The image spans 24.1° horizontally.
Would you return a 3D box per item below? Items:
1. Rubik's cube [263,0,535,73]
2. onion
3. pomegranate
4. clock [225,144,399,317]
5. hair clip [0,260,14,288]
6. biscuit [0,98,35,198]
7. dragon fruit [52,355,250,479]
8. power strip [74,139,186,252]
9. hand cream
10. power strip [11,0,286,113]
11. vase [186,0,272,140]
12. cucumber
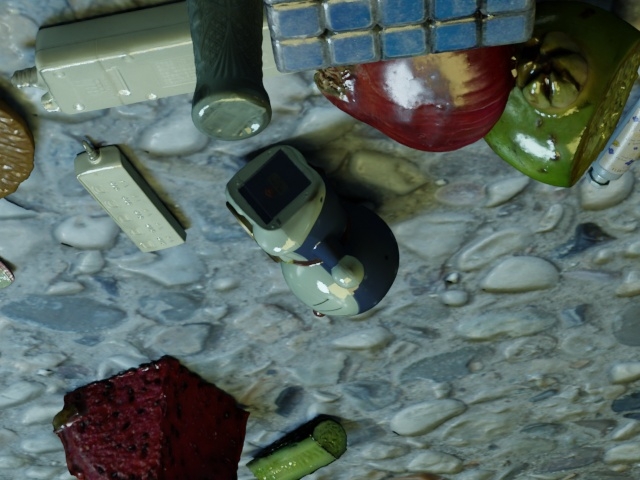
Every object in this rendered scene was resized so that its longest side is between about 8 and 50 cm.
[{"bbox_3d":[0.052,-0.309,1.264,0.237,0.238,0.237,-6,147,0],"label":"Rubik's cube"},{"bbox_3d":[0.089,-0.190,1.475,0.248,0.161,0.248,32,162,12],"label":"onion"},{"bbox_3d":[0.228,-0.157,1.570,0.159,0.241,0.190,26,122,14],"label":"pomegranate"},{"bbox_3d":[0.000,0.000,1.849,0.146,0.199,0.243,-47,137,-1],"label":"clock"},{"bbox_3d":[-0.458,0.028,1.964,0.054,0.022,0.137,-19,146,24],"label":"hair clip"},{"bbox_3d":[-0.456,-0.113,1.717,0.262,0.037,0.262,-4,149,-2],"label":"biscuit"},{"bbox_3d":[-0.260,0.322,2.253,0.302,0.330,0.240,-2,127,-1],"label":"dragon fruit"},{"bbox_3d":[-0.236,-0.051,1.857,0.060,0.027,0.253,-13,148,14],"label":"power strip"},{"bbox_3d":[0.373,-0.124,1.804,0.065,0.043,0.171,3,144,-22],"label":"hand cream"},{"bbox_3d":[-0.165,-0.200,1.592,0.338,0.058,0.098,-10,149,8],"label":"power strip"},{"bbox_3d":[-0.090,-0.202,1.441,0.096,0.219,0.096,-4,148,-2],"label":"vase"},{"bbox_3d":[-0.040,0.359,2.538,0.078,0.062,0.211,45,139,-10],"label":"cucumber"}]
